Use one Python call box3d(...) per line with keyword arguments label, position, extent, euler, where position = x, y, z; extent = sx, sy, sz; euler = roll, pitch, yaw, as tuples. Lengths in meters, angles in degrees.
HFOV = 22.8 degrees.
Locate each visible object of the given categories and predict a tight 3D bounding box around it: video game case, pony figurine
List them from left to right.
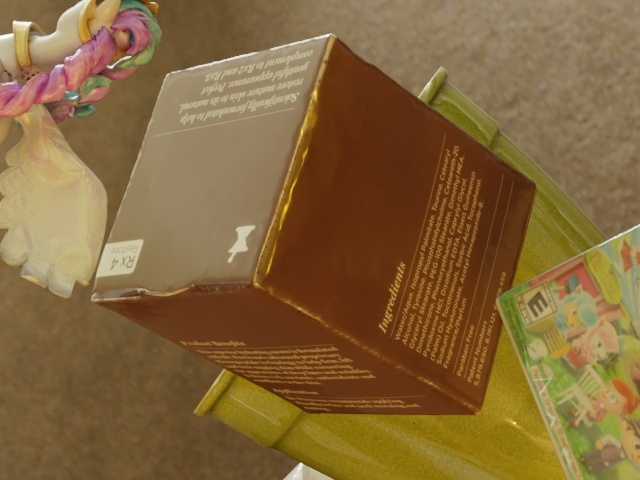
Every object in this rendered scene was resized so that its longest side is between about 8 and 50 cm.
box3d(label="pony figurine", position=(-0.342, -0.130, 1.589), extent=(0.363, 0.303, 0.351), euler=(-12, 40, 34))
box3d(label="video game case", position=(0.200, 0.094, 0.841), extent=(0.193, 0.023, 0.212), euler=(-32, 75, 46))

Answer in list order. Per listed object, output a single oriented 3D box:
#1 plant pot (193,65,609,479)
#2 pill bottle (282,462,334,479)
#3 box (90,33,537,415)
box3d(label="plant pot", position=(0.139, 0.100, 1.371), extent=(0.353, 0.366, 0.366), euler=(36, 73, -1))
box3d(label="pill bottle", position=(-0.056, 0.367, 1.686), extent=(0.283, 0.161, 0.161), euler=(-49, 42, 22))
box3d(label="box", position=(0.000, 0.000, 1.007), extent=(0.168, 0.203, 0.167), euler=(-5, 61, 47))
